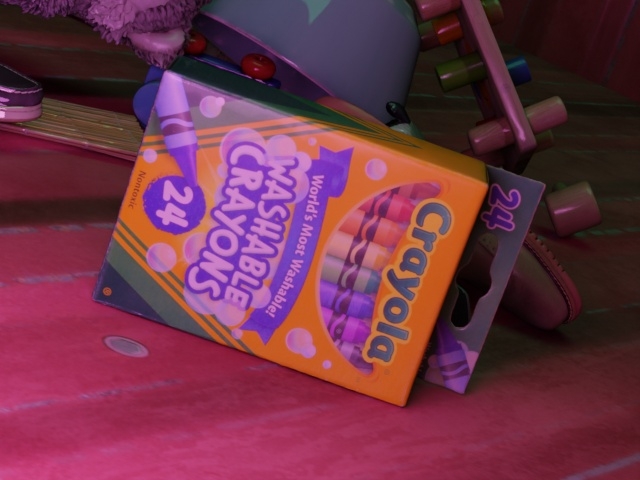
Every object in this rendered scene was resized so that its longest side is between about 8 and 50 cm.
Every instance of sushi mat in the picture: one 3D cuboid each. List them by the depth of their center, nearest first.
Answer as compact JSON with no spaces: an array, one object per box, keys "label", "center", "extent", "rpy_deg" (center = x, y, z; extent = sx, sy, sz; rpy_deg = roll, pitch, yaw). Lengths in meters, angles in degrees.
[{"label":"sushi mat","center":[-0.326,-0.136,1.810],"extent":[0.316,0.019,0.151],"rpy_deg":[12,19,-24]}]

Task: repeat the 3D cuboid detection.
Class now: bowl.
[{"label":"bowl","center":[0.003,-0.260,2.151],"extent":[0.311,0.163,0.311],"rpy_deg":[34,-4,3]}]

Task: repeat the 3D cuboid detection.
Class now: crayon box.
[{"label":"crayon box","center":[0.000,0.000,1.405],"extent":[0.323,0.203,0.083],"rpy_deg":[19,16,-2]}]

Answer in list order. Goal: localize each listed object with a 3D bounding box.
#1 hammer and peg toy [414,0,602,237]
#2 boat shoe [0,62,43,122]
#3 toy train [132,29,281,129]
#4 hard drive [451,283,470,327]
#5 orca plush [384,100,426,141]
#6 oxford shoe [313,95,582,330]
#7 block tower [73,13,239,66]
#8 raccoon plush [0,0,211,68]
[{"label":"hammer and peg toy","center":[0.229,-0.162,2.206],"extent":[0.127,0.361,0.266],"rpy_deg":[-21,-5,0]},{"label":"boat shoe","center":[-0.403,-0.199,1.724],"extent":[0.285,0.092,0.103],"rpy_deg":[23,17,12]},{"label":"toy train","center":[-0.090,-0.146,1.992],"extent":[0.248,0.105,0.143],"rpy_deg":[20,26,2]},{"label":"hard drive","center":[0.007,0.022,1.612],"extent":[0.255,0.054,0.172],"rpy_deg":[30,19,32]},{"label":"orca plush","center":[0.077,-0.058,1.970],"extent":[0.287,0.102,0.151],"rpy_deg":[-96,159,-62]},{"label":"oxford shoe","center":[0.099,0.001,1.746],"extent":[0.348,0.130,0.123],"rpy_deg":[34,-25,13]},{"label":"block tower","center":[-0.214,-0.308,2.377],"extent":[0.335,0.097,0.091],"rpy_deg":[25,16,22]},{"label":"raccoon plush","center":[-0.324,-0.318,2.026],"extent":[0.299,0.216,0.446],"rpy_deg":[43,-27,-27]}]
